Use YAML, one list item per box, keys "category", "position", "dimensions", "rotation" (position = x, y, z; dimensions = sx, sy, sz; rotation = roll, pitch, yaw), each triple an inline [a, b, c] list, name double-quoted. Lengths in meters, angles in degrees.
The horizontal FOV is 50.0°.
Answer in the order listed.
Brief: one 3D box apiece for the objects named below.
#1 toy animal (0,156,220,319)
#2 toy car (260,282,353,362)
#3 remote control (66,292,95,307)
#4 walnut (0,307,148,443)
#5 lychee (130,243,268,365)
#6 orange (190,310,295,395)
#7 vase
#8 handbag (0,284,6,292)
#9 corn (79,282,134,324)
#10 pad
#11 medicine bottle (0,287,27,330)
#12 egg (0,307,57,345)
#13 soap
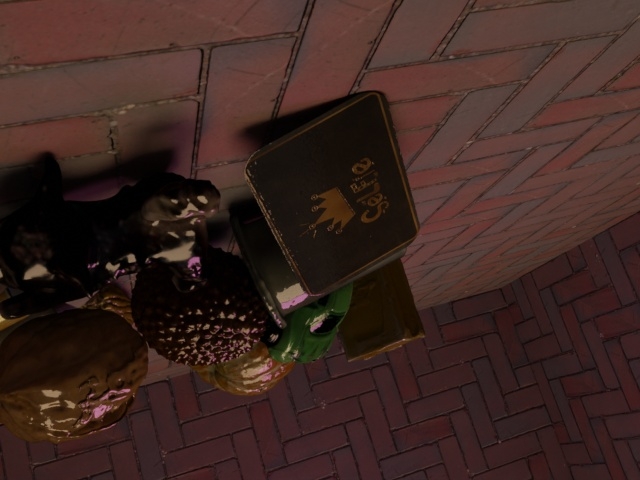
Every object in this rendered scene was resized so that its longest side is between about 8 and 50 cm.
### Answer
- category: "toy animal"
  position: [-0.314, -0.009, 0.970]
  dimensions: [0.344, 0.194, 0.303]
  rotation: [-13, 171, -24]
- category: "toy car"
  position: [-0.012, 0.101, 1.546]
  dimensions: [0.177, 0.358, 0.213]
  rotation: [6, 175, 32]
- category: "remote control"
  position: [-0.465, 0.065, 1.277]
  dimensions: [0.103, 0.034, 0.250]
  rotation: [-45, 168, -9]
- category: "walnut"
  position: [-0.363, 0.192, 0.998]
  dimensions: [0.198, 0.198, 0.245]
  rotation: [-27, 178, 32]
- category: "lychee"
  position: [-0.233, 0.125, 1.369]
  dimensions: [0.268, 0.267, 0.267]
  rotation: [-16, 165, -4]
- category: "orange"
  position: [-0.211, 0.239, 1.718]
  dimensions: [0.329, 0.329, 0.249]
  rotation: [-33, -171, 46]
- category: "vase"
  position: [0.000, 0.000, 1.327]
  dimensions: [0.291, 0.245, 0.245]
  rotation: [-26, 166, -2]
- category: "handbag"
  position: [-0.628, 0.078, 1.052]
  dimensions: [0.271, 0.117, 0.182]
  rotation: [-16, 161, 16]
- category: "corn"
  position: [-0.476, 0.152, 1.551]
  dimensions: [0.097, 0.096, 0.320]
  rotation: [-16, 168, -7]
- category: "pad"
  position: [0.075, -0.058, 1.109]
  dimensions: [0.315, 0.063, 0.375]
  rotation: [-31, 139, -5]
- category: "medicine bottle"
  position: [-0.702, 0.189, 1.157]
  dimensions: [0.426, 0.108, 0.108]
  rotation: [-27, 166, -5]
- category: "egg"
  position: [-0.621, 0.187, 1.457]
  dimensions: [0.152, 0.114, 0.114]
  rotation: [-21, 165, 21]
- category: "soap"
  position: [0.110, 0.115, 1.645]
  dimensions: [0.199, 0.314, 0.091]
  rotation: [-27, 162, 35]
